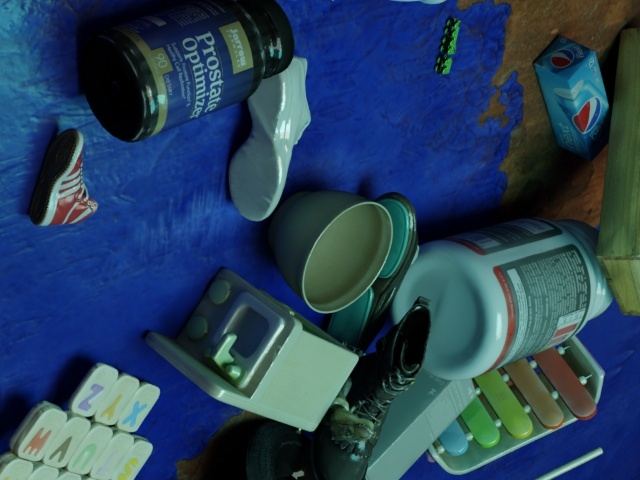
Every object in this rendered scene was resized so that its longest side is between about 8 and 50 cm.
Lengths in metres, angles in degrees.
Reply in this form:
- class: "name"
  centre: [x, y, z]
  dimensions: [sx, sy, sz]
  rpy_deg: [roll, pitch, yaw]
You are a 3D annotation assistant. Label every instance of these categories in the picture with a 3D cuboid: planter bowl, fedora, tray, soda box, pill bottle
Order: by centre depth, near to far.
- class: "pill bottle"
  centre: [-0.139, -0.195, 1.514]
  dimensions: [0.219, 0.123, 0.123]
  rpy_deg: [-26, 135, -35]
- class: "planter bowl"
  centre: [0.000, 0.000, 1.838]
  dimensions: [0.162, 0.109, 0.162]
  rpy_deg: [-30, 136, -33]
- class: "fedora"
  centre: [-0.060, 0.423, 2.022]
  dimensions: [0.152, 0.334, 0.334]
  rpy_deg: [-26, 147, 15]
- class: "pill bottle"
  centre: [0.292, 0.077, 2.151]
  dimensions: [0.363, 0.210, 0.210]
  rpy_deg: [-13, 126, -46]
- class: "soda box"
  centre: [0.395, -0.218, 2.167]
  dimensions: [0.067, 0.071, 0.210]
  rpy_deg: [-48, 144, -13]
- class: "tray"
  centre: [0.506, -0.110, 2.214]
  dimensions: [0.203, 0.076, 0.411]
  rpy_deg: [52, 44, -53]

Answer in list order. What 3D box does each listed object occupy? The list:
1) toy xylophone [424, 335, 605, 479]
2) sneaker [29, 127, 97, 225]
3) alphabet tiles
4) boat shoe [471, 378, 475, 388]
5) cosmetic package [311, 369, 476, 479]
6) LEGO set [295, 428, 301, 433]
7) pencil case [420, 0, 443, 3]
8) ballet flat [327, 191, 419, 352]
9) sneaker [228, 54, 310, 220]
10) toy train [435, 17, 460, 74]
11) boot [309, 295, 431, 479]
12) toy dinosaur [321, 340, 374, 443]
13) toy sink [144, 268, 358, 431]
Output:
- class: "toy xylophone"
  centre: [0.311, 0.280, 2.221]
  dimensions: [0.323, 0.236, 0.081]
  rpy_deg: [-31, 136, -12]
- class: "sneaker"
  centre: [-0.268, -0.068, 1.527]
  dimensions: [0.067, 0.042, 0.118]
  rpy_deg: [3, 122, -46]
- class: "alphabet tiles"
  centre: [-0.309, 0.284, 1.735]
  dimensions: [0.278, 0.021, 0.284]
  rpy_deg: [-55, 153, -3]
- class: "boat shoe"
  centre: [0.223, 0.308, 2.369]
  dimensions: [0.073, 0.080, 0.223]
  rpy_deg: [-26, 128, -23]
- class: "cosmetic package"
  centre: [0.115, 0.268, 2.167]
  dimensions: [0.238, 0.127, 0.107]
  rpy_deg: [-44, 143, -20]
- class: "LEGO set"
  centre: [-0.020, 0.246, 2.065]
  dimensions: [0.054, 0.023, 0.083]
  rpy_deg: [-60, 179, 27]
- class: "pencil case"
  centre: [0.054, -0.334, 1.634]
  dimensions: [0.273, 0.124, 0.113]
  rpy_deg: [-10, 123, -47]
- class: "ballet flat"
  centre: [0.081, 0.039, 1.991]
  dimensions: [0.096, 0.095, 0.280]
  rpy_deg: [-25, 145, -50]
- class: "sneaker"
  centre: [-0.050, -0.126, 1.720]
  dimensions: [0.094, 0.080, 0.212]
  rpy_deg: [-25, 134, -53]
- class: "toy train"
  centre: [0.177, -0.266, 1.921]
  dimensions: [0.024, 0.017, 0.083]
  rpy_deg: [-23, 133, -51]
- class: "boot"
  centre: [0.076, 0.225, 1.993]
  dimensions: [0.229, 0.091, 0.263]
  rpy_deg: [128, -18, -58]
- class: "toy dinosaur"
  centre: [0.020, 0.198, 1.941]
  dimensions: [0.064, 0.268, 0.118]
  rpy_deg: [26, 89, -17]
- class: "toy sink"
  centre: [-0.084, 0.135, 1.808]
  dimensions: [0.131, 0.153, 0.234]
  rpy_deg: [-58, 143, 2]
